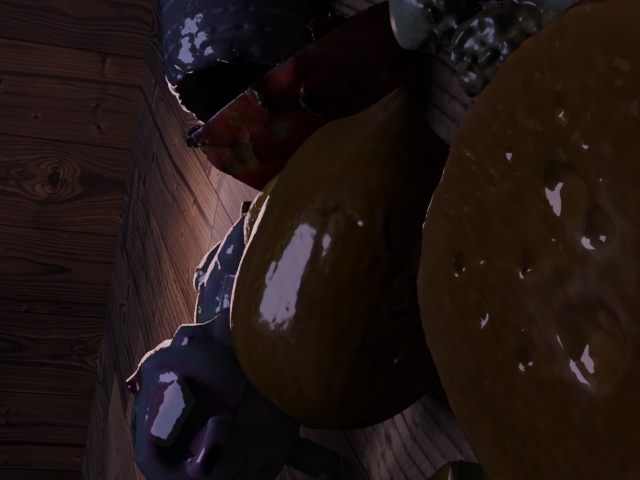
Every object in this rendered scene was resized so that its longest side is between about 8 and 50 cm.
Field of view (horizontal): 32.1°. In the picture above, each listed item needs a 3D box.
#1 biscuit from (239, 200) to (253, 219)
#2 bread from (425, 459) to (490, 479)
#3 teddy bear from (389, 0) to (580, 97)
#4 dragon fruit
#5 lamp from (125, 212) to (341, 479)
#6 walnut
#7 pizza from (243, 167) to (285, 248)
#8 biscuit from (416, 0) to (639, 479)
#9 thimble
[{"bbox_3d":[-0.098,0.076,1.498,0.324,0.049,0.206,-100,18,-75],"label":"biscuit"},{"bbox_3d":[0.104,0.230,0.838,0.139,0.074,0.084,124,150,-53],"label":"bread"},{"bbox_3d":[0.167,-0.156,0.644,0.267,0.156,0.256,-55,33,40],"label":"teddy bear"},{"bbox_3d":[0.014,-0.134,1.072,0.126,0.274,0.161,52,143,3],"label":"dragon fruit"},{"bbox_3d":[-0.076,0.153,1.227,0.247,0.247,0.301,-33,31,62],"label":"lamp"},{"bbox_3d":[0.036,0.019,0.929,0.203,0.203,0.298,-129,51,-65],"label":"walnut"},{"bbox_3d":[0.000,0.000,1.091,0.182,0.161,0.063,133,147,-54],"label":"pizza"},{"bbox_3d":[0.179,0.061,0.541,0.365,0.062,0.385,69,155,12],"label":"biscuit"},{"bbox_3d":[-0.111,-0.262,1.445,0.236,0.205,0.172,143,129,-65],"label":"thimble"}]
